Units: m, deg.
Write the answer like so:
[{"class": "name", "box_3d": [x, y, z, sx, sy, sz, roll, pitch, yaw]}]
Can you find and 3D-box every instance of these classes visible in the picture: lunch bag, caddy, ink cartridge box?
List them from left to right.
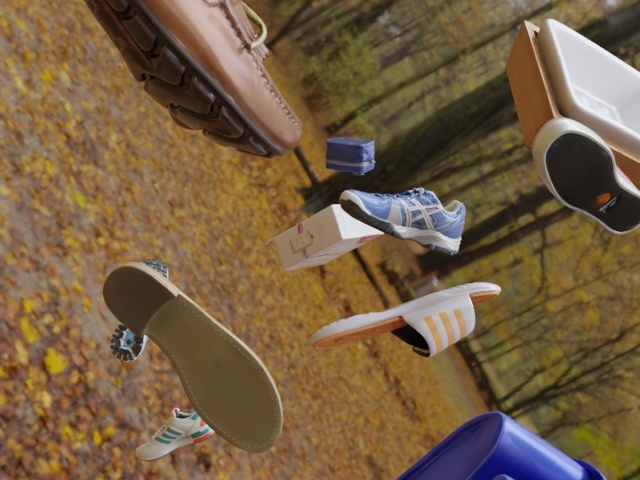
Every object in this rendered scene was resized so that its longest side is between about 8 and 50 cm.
[{"class": "ink cartridge box", "box_3d": [0.000, 0.000, 1.509, 0.115, 0.198, 0.067, -7, 75, -47]}, {"class": "lunch bag", "box_3d": [0.061, -0.161, 1.630, 0.067, 0.098, 0.065, -26, 122, -56]}, {"class": "caddy", "box_3d": [0.185, 0.368, 0.984, 0.179, 0.341, 0.241, 39, 25, -9]}]

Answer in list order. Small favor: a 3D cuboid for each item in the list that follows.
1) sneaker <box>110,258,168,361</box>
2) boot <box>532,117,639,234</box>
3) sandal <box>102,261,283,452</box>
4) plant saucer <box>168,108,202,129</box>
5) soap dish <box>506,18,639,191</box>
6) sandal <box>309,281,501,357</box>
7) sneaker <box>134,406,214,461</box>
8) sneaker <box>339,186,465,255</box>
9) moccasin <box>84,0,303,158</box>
[{"class": "sneaker", "box_3d": [-0.279, 0.104, 1.299, 0.063, 0.162, 0.073, 20, -6, -1]}, {"class": "boot", "box_3d": [0.327, -0.121, 1.127, 0.244, 0.088, 0.176, 31, 25, -42]}, {"class": "sandal", "box_3d": [-0.121, 0.110, 0.884, 0.240, 0.088, 0.079, 46, 10, -4]}, {"class": "plant saucer", "box_3d": [-0.230, -0.312, 1.646, 0.036, 0.198, 0.199, 33, 26, -56]}, {"class": "soap dish", "box_3d": [0.438, -0.209, 1.368, 0.290, 0.118, 0.229, 20, 47, -28]}, {"class": "sandal", "box_3d": [0.119, 0.125, 1.127, 0.102, 0.265, 0.076, 89, -16, -73]}, {"class": "sneaker", "box_3d": [-0.277, 0.350, 1.567, 0.057, 0.161, 0.075, -75, 144, -80]}, {"class": "sneaker", "box_3d": [0.122, -0.044, 1.243, 0.211, 0.081, 0.080, 16, 8, -27]}, {"class": "moccasin", "box_3d": [-0.127, -0.222, 0.725, 0.139, 0.147, 0.380, 11, -33, 53]}]
